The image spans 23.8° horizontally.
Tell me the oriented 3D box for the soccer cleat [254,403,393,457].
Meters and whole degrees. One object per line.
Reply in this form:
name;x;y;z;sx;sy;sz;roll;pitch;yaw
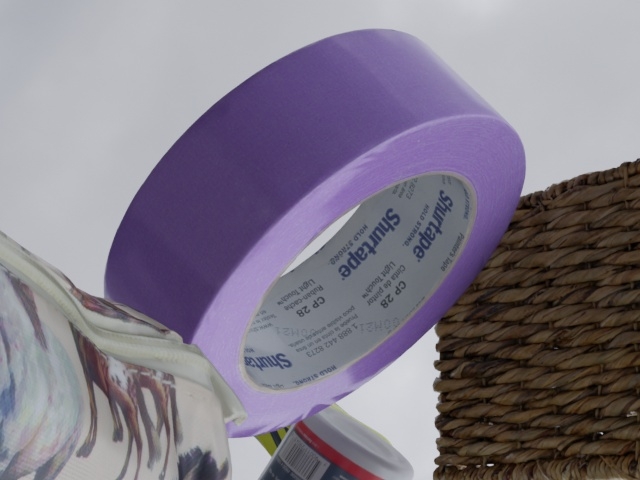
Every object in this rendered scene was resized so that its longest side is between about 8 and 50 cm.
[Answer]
soccer cleat;-0.036;0.185;1.702;0.289;0.093;0.121;24;-49;40

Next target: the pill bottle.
pill bottle;-0.014;0.232;1.232;0.108;0.108;0.180;36;-84;40

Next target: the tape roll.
tape roll;0.000;0.000;0.974;0.275;0.275;0.090;-49;-118;12

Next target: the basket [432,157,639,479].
basket;0.241;0.077;1.127;0.299;0.213;0.223;-20;-114;53

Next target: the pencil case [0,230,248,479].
pencil case;-0.164;0.040;0.523;0.183;0.410;0.160;-29;-117;6
